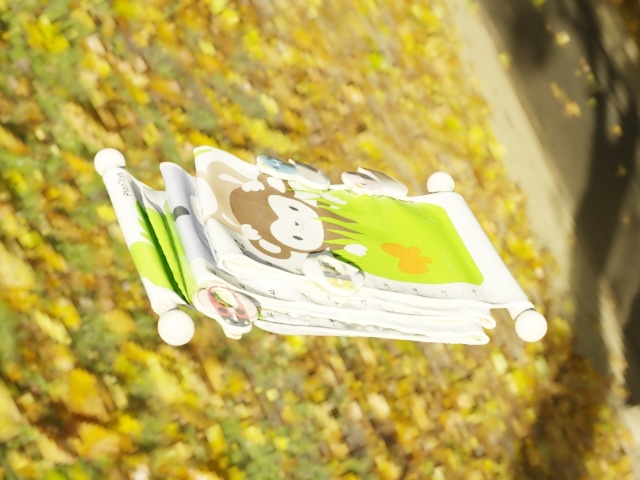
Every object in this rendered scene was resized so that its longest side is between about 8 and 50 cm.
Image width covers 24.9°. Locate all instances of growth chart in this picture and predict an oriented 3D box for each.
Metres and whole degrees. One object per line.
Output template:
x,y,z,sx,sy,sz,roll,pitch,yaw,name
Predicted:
0.000,0.000,0.734,0.237,0.021,0.172,3,34,-32,growth chart
